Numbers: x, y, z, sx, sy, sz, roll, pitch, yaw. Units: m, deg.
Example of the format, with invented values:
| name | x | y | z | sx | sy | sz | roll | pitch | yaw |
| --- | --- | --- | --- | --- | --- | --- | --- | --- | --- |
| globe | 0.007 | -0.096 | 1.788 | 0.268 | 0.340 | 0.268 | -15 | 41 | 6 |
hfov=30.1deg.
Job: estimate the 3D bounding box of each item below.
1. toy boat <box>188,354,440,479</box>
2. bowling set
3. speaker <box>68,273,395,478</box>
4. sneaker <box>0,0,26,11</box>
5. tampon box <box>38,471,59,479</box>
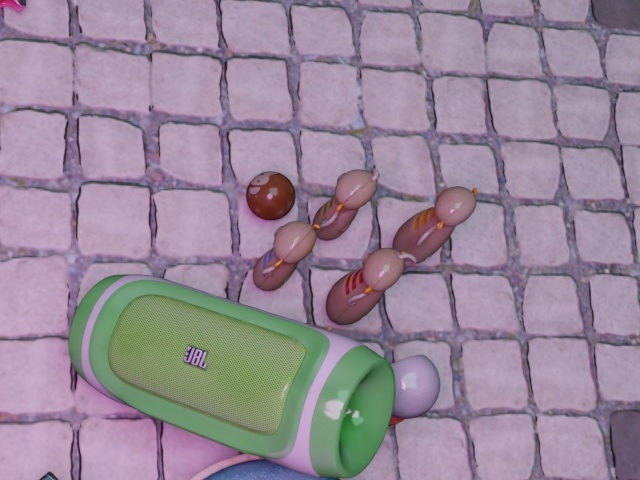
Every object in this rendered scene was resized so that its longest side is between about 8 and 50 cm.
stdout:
| name | x | y | z | sx | sy | sz | roll | pitch | yaw |
| --- | --- | --- | --- | --- | --- | --- | --- | --- | --- |
| toy boat | 0.014 | 0.251 | 1.136 | 0.267 | 0.148 | 0.318 | 31 | 64 | -4 |
| bowling set | 0.000 | 0.000 | 1.225 | 0.200 | 0.154 | 0.287 | 43 | 63 | 1 |
| speaker | -0.086 | 0.120 | 1.093 | 0.296 | 0.131 | 0.131 | 15 | 60 | 28 |
| sneaker | -0.370 | -0.262 | 1.271 | 0.119 | 0.047 | 0.057 | -11 | 85 | -20 |
| tampon box | -0.239 | 0.311 | 1.055 | 0.120 | 0.101 | 0.161 | -39 | 86 | -26 |
